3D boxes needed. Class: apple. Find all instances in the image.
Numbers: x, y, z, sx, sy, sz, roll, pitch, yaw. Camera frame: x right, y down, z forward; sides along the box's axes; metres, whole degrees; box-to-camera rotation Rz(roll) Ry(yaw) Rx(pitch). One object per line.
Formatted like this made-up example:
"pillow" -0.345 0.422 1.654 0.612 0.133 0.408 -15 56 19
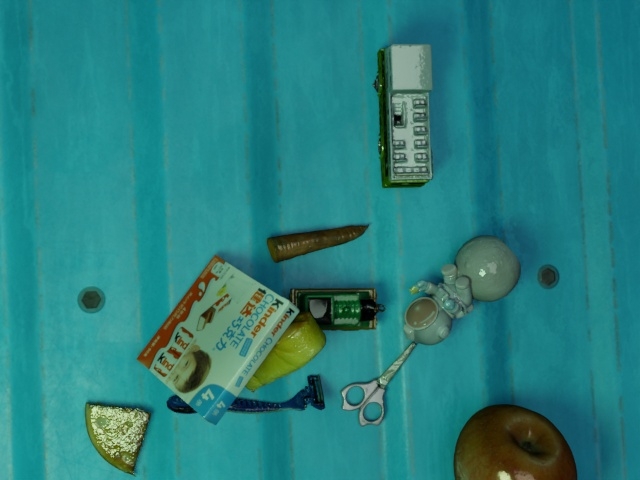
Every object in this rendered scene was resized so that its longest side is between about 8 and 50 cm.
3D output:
"apple" 0.400 0.467 1.857 0.251 0.272 0.206 8 127 9

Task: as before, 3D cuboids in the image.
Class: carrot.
"carrot" 0.000 0.000 1.922 0.224 0.057 0.057 -12 90 -17

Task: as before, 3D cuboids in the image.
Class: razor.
"razor" -0.155 0.338 1.874 0.324 0.093 0.056 -4 124 -7

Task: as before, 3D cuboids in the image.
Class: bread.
"bread" -0.090 0.218 1.807 0.094 0.245 0.102 50 44 -8

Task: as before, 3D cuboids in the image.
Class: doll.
"doll" 0.293 0.116 1.929 0.287 0.151 0.151 -41 95 -3

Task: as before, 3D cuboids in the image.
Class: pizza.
"pizza" -0.403 0.383 1.828 0.131 0.041 0.178 -45 95 -7

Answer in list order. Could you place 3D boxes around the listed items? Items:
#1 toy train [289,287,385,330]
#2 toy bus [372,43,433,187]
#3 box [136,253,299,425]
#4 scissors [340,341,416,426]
"toy train" 0.029 0.144 1.872 0.227 0.136 0.091 1 87 -9
"toy bus" 0.181 -0.266 1.916 0.113 0.139 0.302 -2 90 -8
"box" -0.207 0.187 1.776 0.273 0.265 0.048 -54 135 -10
"scissors" 0.135 0.300 1.942 0.110 0.021 0.212 41 81 -3
